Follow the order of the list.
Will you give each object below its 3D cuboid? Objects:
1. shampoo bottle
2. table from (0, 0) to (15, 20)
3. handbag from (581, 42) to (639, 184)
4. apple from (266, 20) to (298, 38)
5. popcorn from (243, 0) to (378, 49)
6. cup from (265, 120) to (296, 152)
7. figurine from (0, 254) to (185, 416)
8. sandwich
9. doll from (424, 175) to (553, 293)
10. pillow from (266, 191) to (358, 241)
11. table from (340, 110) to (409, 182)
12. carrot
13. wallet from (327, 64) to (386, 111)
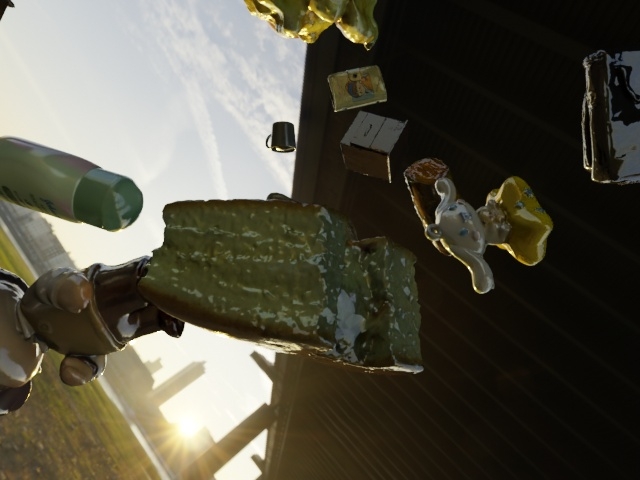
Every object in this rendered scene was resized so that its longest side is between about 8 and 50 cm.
[{"bbox_3d":[-0.612,-0.127,1.025,0.350,0.151,0.221,17,-31,-1],"label":"shampoo bottle"},{"bbox_3d":[-0.851,-0.470,0.849,0.196,0.251,0.281,93,1,-68],"label":"table"},{"bbox_3d":[0.603,-0.234,0.761,0.088,0.276,0.243,-146,-134,-78],"label":"handbag"},{"bbox_3d":[-0.105,-0.932,1.639,0.254,0.254,0.253,35,-37,32],"label":"apple"},{"bbox_3d":[-0.040,-0.511,0.753,0.279,0.274,0.335,12,-28,32],"label":"popcorn"},{"bbox_3d":[-0.123,-0.309,1.257,0.101,0.078,0.076,-3,-95,24],"label":"cup"},{"bbox_3d":[-0.354,0.118,0.474,0.218,0.366,0.206,85,6,-59],"label":"figurine"},{"bbox_3d":[-0.024,0.042,0.373,0.236,0.122,0.128,22,-26,-34],"label":"sandwich"},{"bbox_3d":[0.162,-0.018,0.429,0.135,0.113,0.071,53,-17,33],"label":"doll"},{"bbox_3d":[0.001,0.000,0.635,0.033,0.218,0.130,-28,-117,33],"label":"pillow"},{"bbox_3d":[0.202,-0.350,1.536,0.193,0.169,0.172,22,-21,22],"label":"table"},{"bbox_3d":[0.205,-0.055,0.708,0.082,0.082,0.173,11,-41,50],"label":"carrot"},{"bbox_3d":[0.105,-0.443,1.209,0.039,0.155,0.110,143,-67,-84],"label":"wallet"}]
